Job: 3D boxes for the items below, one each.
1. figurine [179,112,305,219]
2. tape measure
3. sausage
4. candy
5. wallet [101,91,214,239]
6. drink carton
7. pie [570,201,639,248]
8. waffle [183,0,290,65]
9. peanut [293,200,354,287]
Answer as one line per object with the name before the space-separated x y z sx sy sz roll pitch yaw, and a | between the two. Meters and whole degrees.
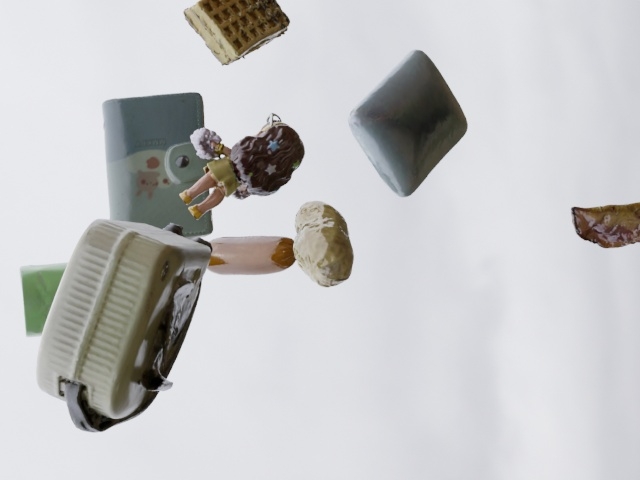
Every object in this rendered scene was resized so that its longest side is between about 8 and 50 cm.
figurine | -0.142 -0.131 2.172 0.175 0.240 0.116 59 -175 -38
tape measure | -0.214 0.098 1.382 0.271 0.133 0.232 -12 -59 -84
sausage | -0.112 0.024 1.833 0.054 0.183 0.062 -22 -71 -57
candy | 0.116 -0.154 1.574 0.174 0.071 0.138 -48 -68 -36
wallet | -0.363 -0.165 2.724 0.083 0.252 0.360 77 -174 -78
drink carton | -0.382 0.084 1.825 0.146 0.142 0.144 -174 81 -77
pie | 0.415 -0.023 1.605 0.092 0.169 0.034 83 179 -45
waffle | -0.113 -0.310 1.679 0.102 0.042 0.148 51 -137 -2
peanut | 0.000 0.000 1.612 0.174 0.080 0.080 -105 3 -59
